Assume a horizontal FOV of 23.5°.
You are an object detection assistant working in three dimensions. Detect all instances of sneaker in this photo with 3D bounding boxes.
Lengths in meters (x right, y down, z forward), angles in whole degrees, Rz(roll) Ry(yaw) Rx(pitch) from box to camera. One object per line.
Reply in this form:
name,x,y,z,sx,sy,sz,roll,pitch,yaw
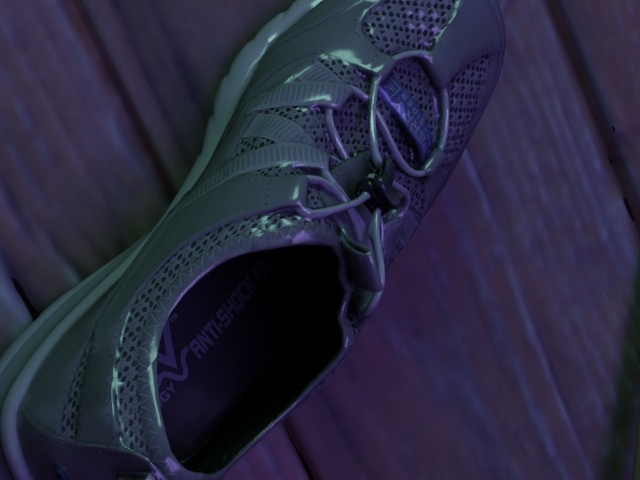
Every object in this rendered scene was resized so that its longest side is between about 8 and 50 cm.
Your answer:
sneaker,0.000,0.000,0.573,0.105,0.115,0.281,48,64,-27

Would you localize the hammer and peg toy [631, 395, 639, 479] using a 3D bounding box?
hammer and peg toy,0.295,0.102,0.786,0.361,0.127,0.266,2,90,-37
